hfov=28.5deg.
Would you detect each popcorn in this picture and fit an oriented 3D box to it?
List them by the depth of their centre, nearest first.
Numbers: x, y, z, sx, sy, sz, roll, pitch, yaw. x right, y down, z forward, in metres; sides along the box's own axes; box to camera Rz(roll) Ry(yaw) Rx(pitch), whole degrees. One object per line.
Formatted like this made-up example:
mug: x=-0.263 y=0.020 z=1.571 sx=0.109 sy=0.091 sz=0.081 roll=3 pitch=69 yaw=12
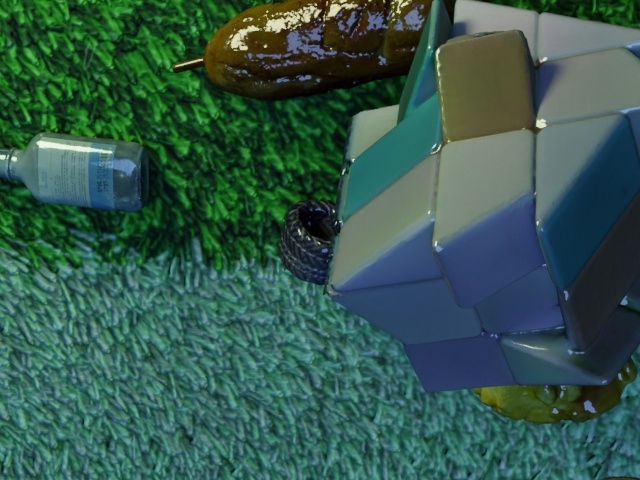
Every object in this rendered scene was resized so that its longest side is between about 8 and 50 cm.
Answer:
popcorn: x=0.261 y=0.128 z=1.467 sx=0.198 sy=0.155 sz=0.197 roll=0 pitch=114 yaw=1

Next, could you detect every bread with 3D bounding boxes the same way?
bread: x=-0.007 y=-0.219 z=1.410 sx=0.344 sy=0.084 sz=0.124 roll=-10 pitch=109 yaw=14

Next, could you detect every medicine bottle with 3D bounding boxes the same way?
medicine bottle: x=-0.313 y=-0.086 z=1.540 sx=0.209 sy=0.053 sz=0.090 roll=7 pitch=115 yaw=9

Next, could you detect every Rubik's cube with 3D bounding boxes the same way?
Rubik's cube: x=0.200 y=-0.034 z=1.263 sx=0.368 sy=0.387 sz=0.358 roll=-10 pitch=136 yaw=20

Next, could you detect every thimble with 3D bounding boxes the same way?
thimble: x=-0.001 y=0.001 z=1.492 sx=0.095 sy=0.104 sz=0.066 roll=15 pitch=122 yaw=8

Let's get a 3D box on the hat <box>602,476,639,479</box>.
hat: x=0.408 y=0.453 z=1.541 sx=0.234 sy=0.233 sz=0.244 roll=-6 pitch=111 yaw=14
